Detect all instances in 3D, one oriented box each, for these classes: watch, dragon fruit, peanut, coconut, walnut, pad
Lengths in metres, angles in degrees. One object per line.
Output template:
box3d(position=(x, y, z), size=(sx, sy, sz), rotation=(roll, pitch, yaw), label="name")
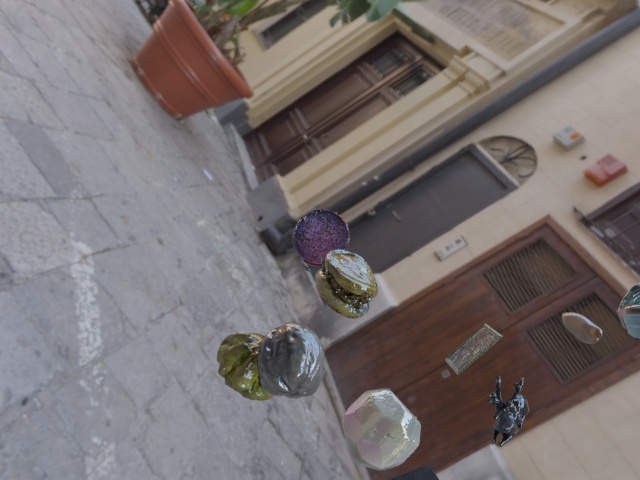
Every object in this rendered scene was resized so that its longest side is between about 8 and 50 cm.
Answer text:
box3d(position=(1.290, 0.238, 2.005), size=(0.161, 0.253, 0.241), rotation=(55, 50, -29), label="watch")
box3d(position=(0.002, -0.004, 2.030), size=(0.148, 0.218, 0.223), rotation=(120, -45, -86), label="dragon fruit")
box3d(position=(0.857, 0.283, 1.730), size=(0.076, 0.076, 0.152), rotation=(53, -3, -32), label="peanut")
box3d(position=(0.173, 0.579, 1.600), size=(0.227, 0.230, 0.227), rotation=(47, -3, 3), label="coconut")
box3d(position=(-0.085, 0.347, 1.534), size=(0.224, 0.224, 0.224), rotation=(56, 7, -11), label="walnut")
box3d(position=(0.266, 0.797, 1.604), size=(0.181, 0.267, 0.004), rotation=(56, 23, -4), label="pad")

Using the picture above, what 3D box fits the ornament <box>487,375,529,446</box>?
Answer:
box3d(position=(0.583, 0.487, 1.610), size=(0.080, 0.202, 0.236), rotation=(15, -49, 40), label="ornament")

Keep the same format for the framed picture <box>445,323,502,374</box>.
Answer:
box3d(position=(0.481, 0.342, 1.670), size=(0.011, 0.183, 0.142), rotation=(48, 2, -6), label="framed picture")

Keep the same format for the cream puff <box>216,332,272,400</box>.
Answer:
box3d(position=(-0.228, 0.413, 1.741), size=(0.244, 0.196, 0.244), rotation=(20, -4, 1), label="cream puff")

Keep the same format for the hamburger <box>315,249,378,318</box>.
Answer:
box3d(position=(0.059, 0.108, 1.346), size=(0.185, 0.113, 0.177), rotation=(38, 27, 17), label="hamburger")
